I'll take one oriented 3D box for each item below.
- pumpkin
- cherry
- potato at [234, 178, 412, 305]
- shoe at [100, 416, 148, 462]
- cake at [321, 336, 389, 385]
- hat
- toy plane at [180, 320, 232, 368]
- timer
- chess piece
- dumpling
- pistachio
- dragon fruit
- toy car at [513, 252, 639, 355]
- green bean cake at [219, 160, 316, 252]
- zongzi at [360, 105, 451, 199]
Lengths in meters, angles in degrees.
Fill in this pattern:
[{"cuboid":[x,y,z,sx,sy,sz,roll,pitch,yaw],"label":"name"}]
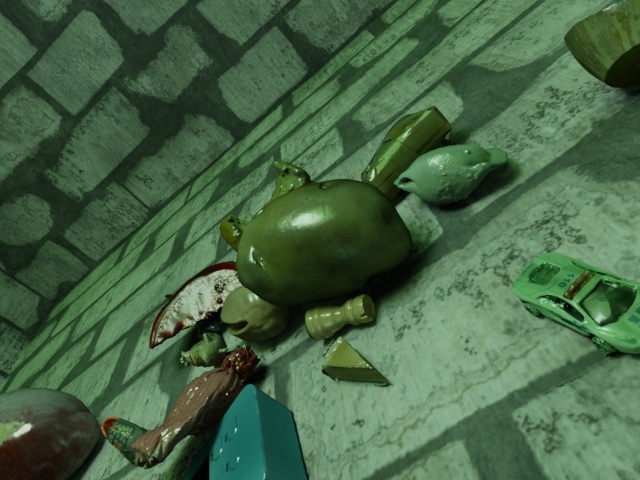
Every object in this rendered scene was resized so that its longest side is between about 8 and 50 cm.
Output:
[{"cuboid":[0.509,-0.310,0.746,0.217,0.218,0.109,-11,80,50],"label":"pumpkin"},{"cuboid":[-0.756,0.524,1.213,0.335,0.291,0.326,-42,30,-18],"label":"cherry"},{"cuboid":[0.000,0.000,0.901,0.327,0.220,0.243,-19,19,25],"label":"potato"},{"cuboid":[-0.445,0.448,1.080,0.195,0.077,0.074,-11,41,50],"label":"shoe"},{"cuboid":[0.059,0.191,0.746,0.121,0.052,0.065,-9,40,52],"label":"cake"},{"cuboid":[-0.216,0.311,0.884,0.286,0.107,0.237,-43,2,-34],"label":"hat"},{"cuboid":[-0.257,0.237,1.078,0.108,0.091,0.286,-21,6,-8],"label":"toy plane"},{"cuboid":[-0.146,0.381,0.729,0.250,0.091,0.232,-46,26,6],"label":"timer"},{"cuboid":[0.038,0.137,0.856,0.122,0.066,0.066,-20,34,31],"label":"chess piece"},{"cuboid":[0.249,-0.121,0.900,0.219,0.153,0.107,-1,91,42],"label":"dumpling"},{"cuboid":[-0.142,0.153,1.029,0.152,0.126,0.223,-36,9,-37],"label":"pistachio"},{"cuboid":[-0.309,0.134,1.261,0.344,0.100,0.282,-32,10,-4],"label":"dragon fruit"},{"cuboid":[0.312,0.063,0.558,0.093,0.058,0.186,-45,25,-4],"label":"toy car"},{"cuboid":[-0.080,-0.034,1.092,0.236,0.233,0.124,-50,32,-9],"label":"green bean cake"},{"cuboid":[0.173,-0.209,1.119,0.228,0.115,0.256,-47,19,6],"label":"zongzi"}]
